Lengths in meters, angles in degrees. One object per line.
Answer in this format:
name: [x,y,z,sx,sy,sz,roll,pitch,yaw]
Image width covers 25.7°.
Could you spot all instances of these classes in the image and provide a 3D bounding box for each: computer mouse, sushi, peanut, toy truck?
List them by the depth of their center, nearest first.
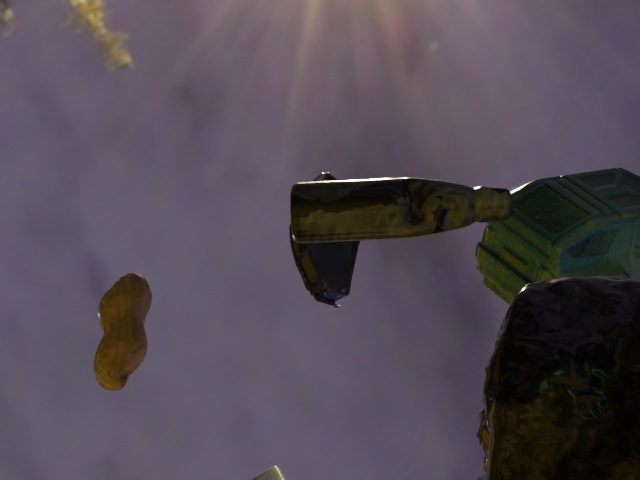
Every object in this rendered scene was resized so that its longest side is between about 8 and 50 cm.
sushi: [0.164,0.189,0.759,0.171,0.350,0.211,7,-20,18]
toy truck: [0.311,0.014,1.520,0.155,0.279,0.156,42,-47,47]
computer mouse: [-0.003,-0.001,2.068,0.071,0.231,0.126,-14,-44,27]
peanut: [-0.308,0.142,2.175,0.082,0.082,0.187,-17,-115,52]

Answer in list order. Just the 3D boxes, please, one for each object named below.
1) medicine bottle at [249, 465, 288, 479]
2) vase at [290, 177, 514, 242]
medicine bottle: [-0.053,0.279,1.413,0.055,0.074,0.118,57,-5,-10]
vase: [0.078,-0.031,1.332,0.211,0.060,0.060,-3,-57,4]
